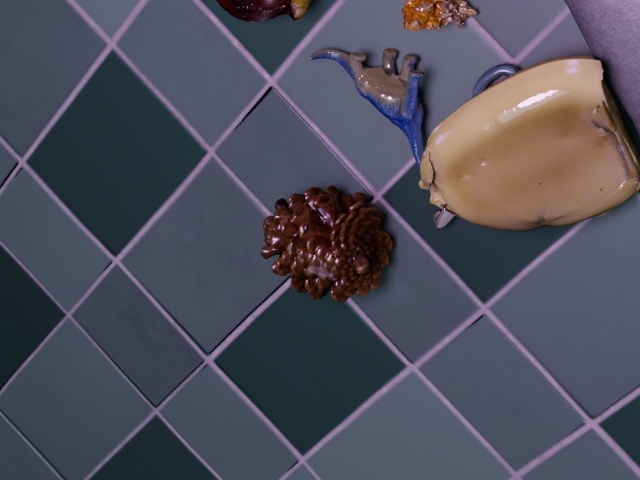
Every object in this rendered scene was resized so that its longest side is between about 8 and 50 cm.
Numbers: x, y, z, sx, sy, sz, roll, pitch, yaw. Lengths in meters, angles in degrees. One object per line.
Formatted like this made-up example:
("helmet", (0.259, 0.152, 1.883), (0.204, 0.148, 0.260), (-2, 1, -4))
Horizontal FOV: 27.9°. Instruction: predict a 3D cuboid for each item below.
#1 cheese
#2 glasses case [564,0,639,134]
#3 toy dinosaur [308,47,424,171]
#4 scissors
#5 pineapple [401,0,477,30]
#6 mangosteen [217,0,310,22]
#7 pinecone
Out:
("cheese", (0.292, -0.120, 1.852), (0.315, 0.128, 0.260), (-23, 116, 21))
("glasses case", (0.443, -0.273, 1.774), (0.131, 0.074, 0.323), (-27, 97, 34))
("toy dinosaur", (0.092, -0.199, 1.985), (0.247, 0.075, 0.188), (18, 120, 22))
("scissors", (0.248, -0.130, 1.952), (0.138, 0.041, 0.289), (31, 119, -1))
("pineapple", (0.173, -0.342, 1.897), (0.114, 0.114, 0.077), (20, 157, 0))
("mangosteen", (-0.076, -0.408, 1.939), (0.180, 0.166, 0.166), (4, 115, -1))
("pinecone", (-0.002, 0.000, 2.058), (0.212, 0.168, 0.186), (13, 108, 23))
